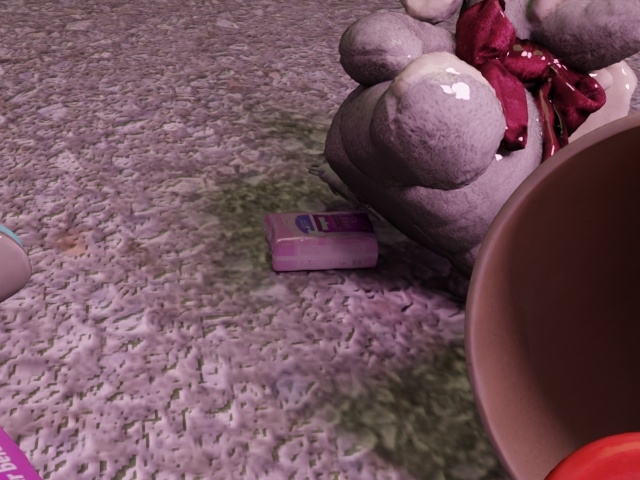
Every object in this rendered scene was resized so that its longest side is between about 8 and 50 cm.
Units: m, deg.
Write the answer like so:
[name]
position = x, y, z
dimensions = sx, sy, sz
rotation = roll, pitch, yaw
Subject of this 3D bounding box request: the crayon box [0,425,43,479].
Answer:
[crayon box]
position = -0.230, 0.160, 0.274
dimensions = 0.313, 0.106, 0.363
rotation = -14, 29, -36

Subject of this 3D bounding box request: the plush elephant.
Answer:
[plush elephant]
position = 0.142, -0.110, 0.675
dimensions = 0.255, 0.272, 0.330
rotation = -51, 25, -5

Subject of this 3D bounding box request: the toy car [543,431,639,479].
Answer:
[toy car]
position = 0.117, 0.144, 0.328
dimensions = 0.159, 0.136, 0.182
rotation = 2, 17, 4

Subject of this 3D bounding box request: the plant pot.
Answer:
[plant pot]
position = 0.251, 0.017, 0.469
dimensions = 0.256, 0.257, 0.274
rotation = 22, 35, 30

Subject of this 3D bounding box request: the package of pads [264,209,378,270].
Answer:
[package of pads]
position = 0.000, 0.000, 0.714
dimensions = 0.083, 0.032, 0.050
rotation = -1, 31, -11

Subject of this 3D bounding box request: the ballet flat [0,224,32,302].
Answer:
[ballet flat]
position = -0.231, 0.028, 0.386
dimensions = 0.213, 0.072, 0.068
rotation = 1, 48, -4
